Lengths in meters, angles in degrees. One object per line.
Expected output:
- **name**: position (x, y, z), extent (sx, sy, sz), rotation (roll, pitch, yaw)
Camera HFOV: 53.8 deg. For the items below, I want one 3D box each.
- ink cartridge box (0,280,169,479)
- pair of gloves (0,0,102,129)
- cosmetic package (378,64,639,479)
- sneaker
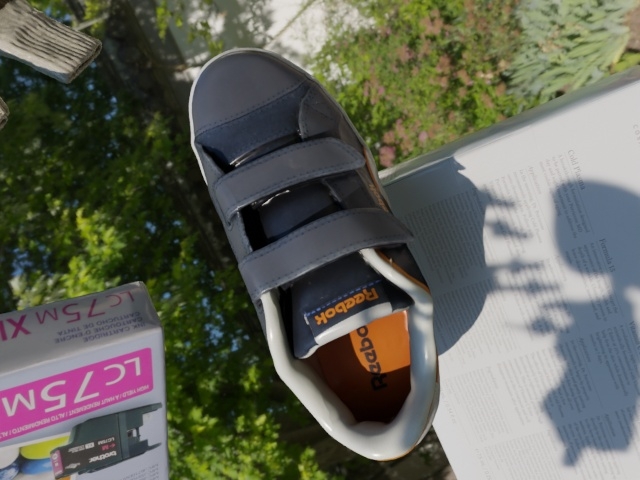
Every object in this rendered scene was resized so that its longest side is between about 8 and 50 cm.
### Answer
- **ink cartridge box**: position (-0.206, 0.181, 0.459), extent (0.065, 0.186, 0.311), rotation (51, 143, 40)
- **pair of gloves**: position (-0.359, -0.179, 0.601), extent (0.240, 0.204, 0.042), rotation (-59, -7, -40)
- **cosmetic package**: position (0.221, 0.072, 0.590), extent (0.377, 0.284, 0.097), rotation (65, -162, -13)
- **sneaker**: position (0.000, 0.000, 0.446), extent (0.321, 0.126, 0.127), rotation (62, -177, -1)
